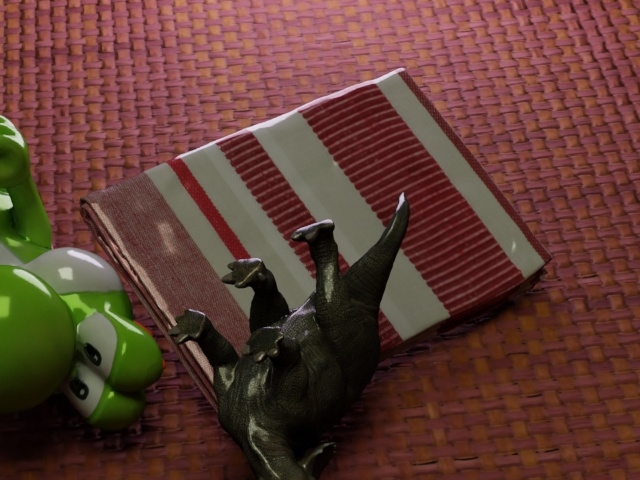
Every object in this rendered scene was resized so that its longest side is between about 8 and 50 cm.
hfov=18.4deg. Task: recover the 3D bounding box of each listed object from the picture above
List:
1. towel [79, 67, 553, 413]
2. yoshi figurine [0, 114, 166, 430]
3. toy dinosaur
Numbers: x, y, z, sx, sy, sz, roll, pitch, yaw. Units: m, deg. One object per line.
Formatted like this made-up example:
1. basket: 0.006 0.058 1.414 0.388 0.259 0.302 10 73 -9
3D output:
1. towel: 0.000 0.000 1.616 0.329 0.037 0.237 -24 67 -28
2. yoshi figurine: -0.276 0.023 1.551 0.203 0.203 0.362 -34 49 -25
3. toy dinosaur: -0.015 0.088 1.465 0.121 0.160 0.313 -2 41 27
